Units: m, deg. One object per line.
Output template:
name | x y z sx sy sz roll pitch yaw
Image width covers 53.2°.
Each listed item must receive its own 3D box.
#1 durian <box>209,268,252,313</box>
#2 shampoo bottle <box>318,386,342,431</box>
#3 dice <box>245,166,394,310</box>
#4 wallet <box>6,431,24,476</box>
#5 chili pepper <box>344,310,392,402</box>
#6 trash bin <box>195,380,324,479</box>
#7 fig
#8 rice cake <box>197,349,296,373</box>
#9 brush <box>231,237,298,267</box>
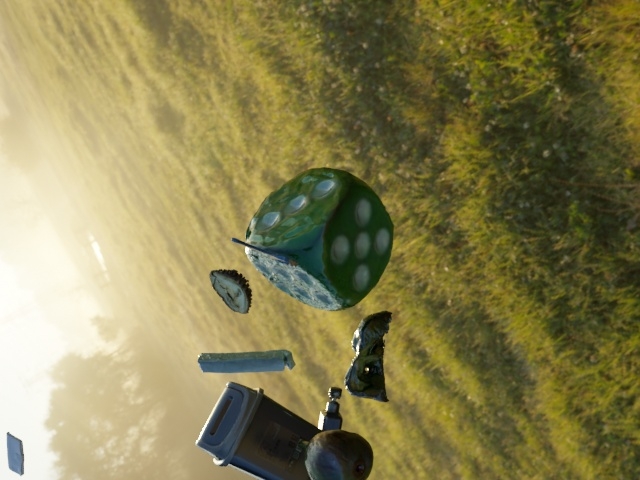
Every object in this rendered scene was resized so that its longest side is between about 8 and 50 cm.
durian | -0.190 0.105 1.411 0.130 0.066 0.052 48 -166 12
shampoo bottle | 0.022 0.575 1.823 0.098 0.071 0.310 104 176 -84
dice | 0.000 0.000 1.712 0.297 0.300 0.287 7 145 43
wallet | -0.572 0.400 1.196 0.044 0.011 0.083 18 113 26
chili pepper | 0.142 0.329 1.873 0.116 0.148 0.265 11 91 64
trash bin | -0.147 0.502 1.616 0.290 0.209 0.182 31 155 -9
fig | 0.007 0.468 1.411 0.245 0.149 0.149 0 119 54
rice cake | -0.250 0.408 2.151 0.063 0.336 0.066 -73 -25 -53
brush | -0.119 0.025 1.344 0.164 0.014 0.051 24 169 -34
